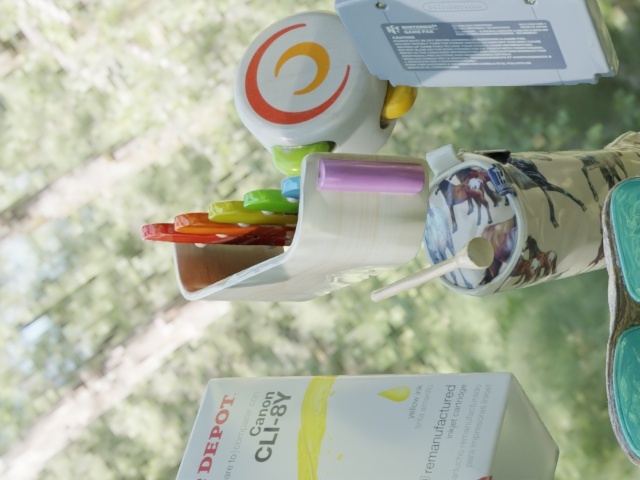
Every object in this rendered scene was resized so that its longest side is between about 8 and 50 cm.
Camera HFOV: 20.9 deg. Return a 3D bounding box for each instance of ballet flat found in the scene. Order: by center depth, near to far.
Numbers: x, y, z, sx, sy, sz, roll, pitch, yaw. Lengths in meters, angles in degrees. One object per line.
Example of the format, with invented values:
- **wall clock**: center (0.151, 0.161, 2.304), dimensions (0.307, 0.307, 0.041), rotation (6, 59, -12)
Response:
- **ballet flat**: center (0.343, 0.091, 1.770), dimensions (0.106, 0.107, 0.316), rotation (65, -154, -67)

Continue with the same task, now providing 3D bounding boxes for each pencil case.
- **pencil case**: center (0.308, -0.047, 2.163), dimensions (0.160, 0.410, 0.184), rotation (-10, 90, 47)

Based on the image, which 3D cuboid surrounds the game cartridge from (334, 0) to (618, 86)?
- **game cartridge**: center (0.176, -0.248, 1.977), dimensions (0.198, 0.297, 0.062), rotation (60, -142, -51)

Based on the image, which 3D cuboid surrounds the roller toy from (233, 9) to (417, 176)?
- **roller toy**: center (0.000, -0.186, 2.218), dimensions (0.191, 0.209, 0.146), rotation (48, -178, 32)

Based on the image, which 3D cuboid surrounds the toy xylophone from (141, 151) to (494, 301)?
- **toy xylophone**: center (0.000, 0.000, 1.528), dimensions (0.322, 0.236, 0.081), rotation (-18, 72, 54)

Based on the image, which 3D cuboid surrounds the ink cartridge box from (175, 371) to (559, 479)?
- **ink cartridge box**: center (0.031, 0.298, 1.871), dimensions (0.160, 0.384, 0.279), rotation (55, -138, -43)
